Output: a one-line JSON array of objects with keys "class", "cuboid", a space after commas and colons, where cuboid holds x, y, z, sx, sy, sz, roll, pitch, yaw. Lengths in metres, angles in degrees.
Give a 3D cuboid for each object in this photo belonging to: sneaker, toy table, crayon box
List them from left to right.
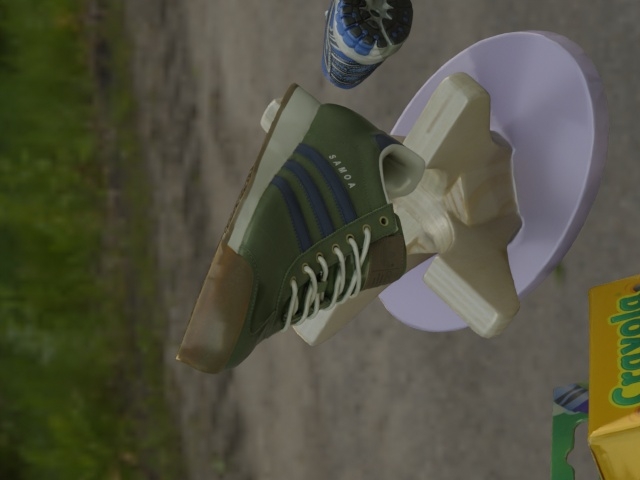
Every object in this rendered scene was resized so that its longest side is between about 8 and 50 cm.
[{"class": "sneaker", "cuboid": [0.000, 0.000, 0.874, 0.192, 0.086, 0.064, -69, 2, -50]}, {"class": "sneaker", "cuboid": [0.025, -0.134, 1.018, 0.058, 0.052, 0.135, -56, 9, 44]}, {"class": "toy table", "cuboid": [0.088, -0.035, 1.436, 0.252, 0.161, 0.274, 33, 118, 27]}, {"class": "crayon box", "cuboid": [0.297, 0.084, 1.261, 0.203, 0.323, 0.083, -76, -35, -61]}]
